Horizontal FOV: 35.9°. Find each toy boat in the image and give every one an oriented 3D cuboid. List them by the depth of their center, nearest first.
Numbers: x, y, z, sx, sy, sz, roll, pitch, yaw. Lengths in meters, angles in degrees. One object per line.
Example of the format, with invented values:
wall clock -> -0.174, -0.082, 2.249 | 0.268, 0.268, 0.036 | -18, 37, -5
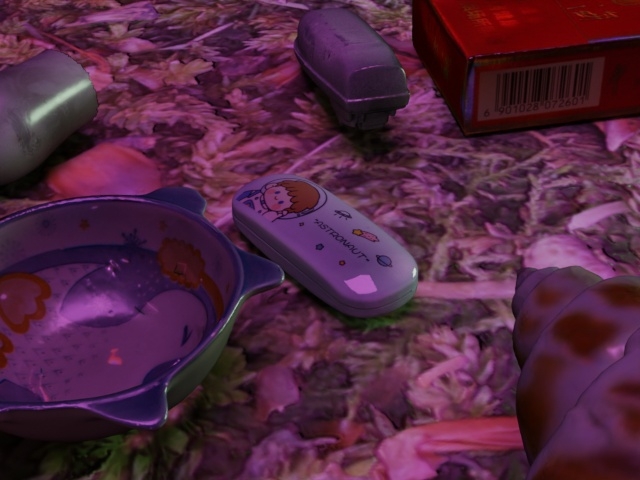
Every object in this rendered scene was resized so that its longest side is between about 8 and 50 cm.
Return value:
toy boat -> 0.022, -0.169, 0.951 | 0.078, 0.085, 0.260 | -9, 27, -10

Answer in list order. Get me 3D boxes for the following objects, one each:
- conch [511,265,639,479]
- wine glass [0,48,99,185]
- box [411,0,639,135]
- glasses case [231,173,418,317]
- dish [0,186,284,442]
conch -> 0.207, 0.134, 0.401 | 0.249, 0.197, 0.368 | -36, 74, 6
wine glass -> -0.284, -0.089, 0.844 | 0.093, 0.092, 0.202 | 21, 43, 27
box -> 0.263, -0.204, 0.963 | 0.314, 0.089, 0.197 | -7, 36, -7
glasses case -> 0.000, 0.000, 0.746 | 0.067, 0.045, 0.178 | -26, 43, -28
dish -> -0.141, 0.068, 0.634 | 0.236, 0.086, 0.228 | -28, 45, -30
